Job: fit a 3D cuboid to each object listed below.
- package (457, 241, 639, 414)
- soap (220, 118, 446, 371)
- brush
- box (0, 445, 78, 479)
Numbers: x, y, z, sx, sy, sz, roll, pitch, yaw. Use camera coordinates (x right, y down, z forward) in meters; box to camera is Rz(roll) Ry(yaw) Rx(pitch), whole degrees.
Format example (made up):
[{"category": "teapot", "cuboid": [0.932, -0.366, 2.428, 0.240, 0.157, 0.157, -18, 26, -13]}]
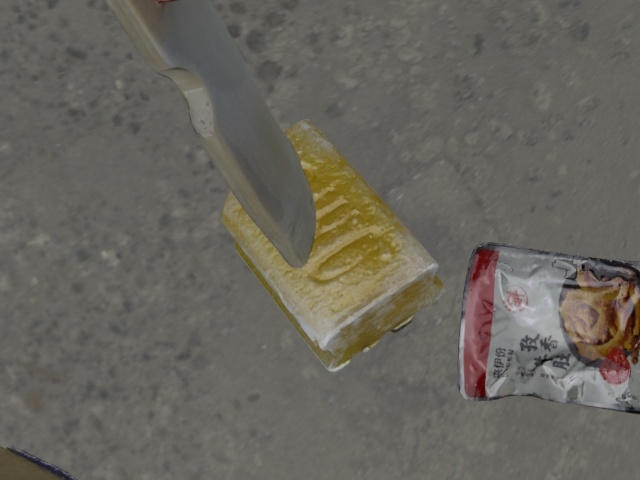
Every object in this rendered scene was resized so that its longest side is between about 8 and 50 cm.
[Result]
[{"category": "package", "cuboid": [0.243, 0.089, 1.194, 0.239, 0.030, 0.154, 7, 88, -20]}, {"category": "soap", "cuboid": [0.000, 0.000, 1.191, 0.140, 0.073, 0.232, -33, 56, -9]}, {"category": "brush", "cuboid": [-0.041, -0.087, 0.452, 0.050, 0.321, 0.060, -9, 60, 13]}, {"category": "box", "cuboid": [-0.177, 0.150, 0.575, 0.177, 0.111, 0.111, 26, 114, 0]}]
